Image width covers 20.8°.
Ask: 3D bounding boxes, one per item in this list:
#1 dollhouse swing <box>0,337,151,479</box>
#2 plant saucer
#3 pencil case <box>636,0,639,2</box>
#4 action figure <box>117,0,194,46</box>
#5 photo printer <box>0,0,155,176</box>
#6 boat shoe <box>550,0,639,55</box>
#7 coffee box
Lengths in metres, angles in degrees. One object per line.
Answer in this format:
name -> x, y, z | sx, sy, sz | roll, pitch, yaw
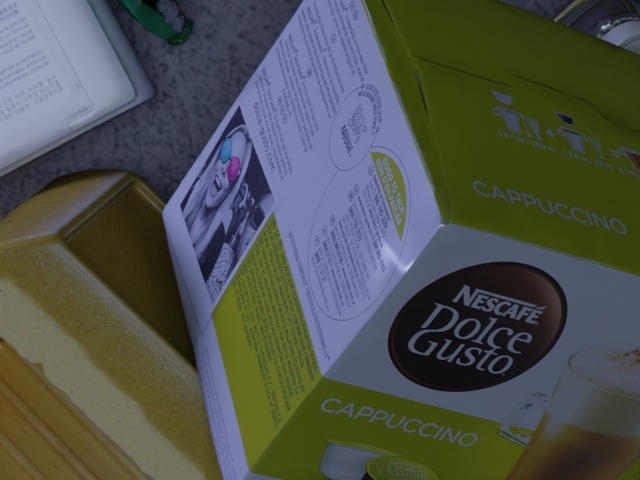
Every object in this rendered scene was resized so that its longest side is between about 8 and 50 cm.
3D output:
dollhouse swing -> -0.306, 0.213, 1.611 | 0.347, 0.315, 0.305 | -47, 62, 6
plant saucer -> -0.143, 0.069, 1.570 | 0.333, 0.333, 0.081 | 44, 108, -4
pencil case -> 0.262, -0.305, 1.639 | 0.236, 0.104, 0.104 | 27, 96, -2
action figure -> -0.181, -0.251, 1.615 | 0.063, 0.232, 0.137 | -47, 54, -4
photo printer -> -0.339, -0.213, 1.659 | 0.256, 0.107, 0.307 | -28, 95, 2
boat shoe -> 0.189, -0.116, 1.667 | 0.305, 0.109, 0.091 | -43, 53, 17
coffee box -> 0.111, 0.019, 1.455 | 0.338, 0.338, 0.334 | 15, 128, -29
